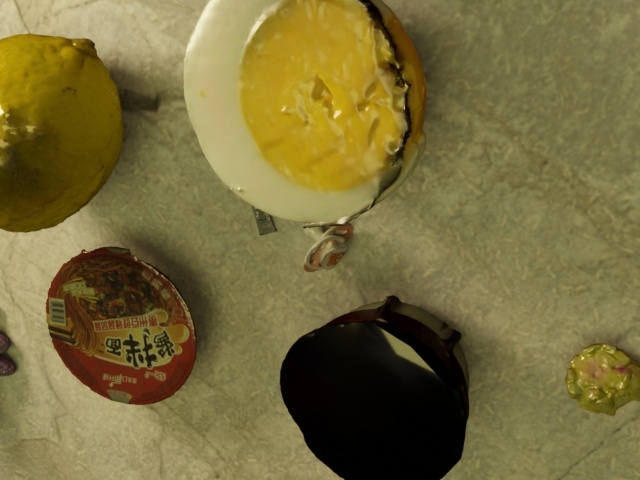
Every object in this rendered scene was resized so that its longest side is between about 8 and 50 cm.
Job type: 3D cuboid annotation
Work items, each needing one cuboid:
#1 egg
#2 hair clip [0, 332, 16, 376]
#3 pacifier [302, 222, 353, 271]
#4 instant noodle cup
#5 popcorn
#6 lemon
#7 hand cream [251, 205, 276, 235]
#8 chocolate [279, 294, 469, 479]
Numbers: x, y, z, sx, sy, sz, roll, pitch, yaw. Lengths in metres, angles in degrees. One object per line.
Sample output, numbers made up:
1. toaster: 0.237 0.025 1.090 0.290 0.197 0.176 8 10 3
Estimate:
1. egg: -0.001 -0.194 1.210 0.337 0.201 0.337 6 105 22
2. hair clip: -0.618 0.244 1.649 0.137 0.090 0.278 5 119 -20
3. pacifier: 0.000 0.000 1.357 0.099 0.081 0.078 -52 59 26
4. instant noodle cup: -0.306 0.128 1.493 0.274 0.091 0.274 6 110 17
5. popcorn: 0.396 0.192 1.279 0.109 0.089 0.097 -8 71 12
6. lemon: -0.420 -0.157 1.335 0.322 0.268 0.268 -35 95 20
7. hand cream: -0.093 -0.051 1.395 0.030 0.019 0.093 -8 108 23
8. chocolate: 0.099 0.199 1.326 0.283 0.186 0.284 12 119 22
